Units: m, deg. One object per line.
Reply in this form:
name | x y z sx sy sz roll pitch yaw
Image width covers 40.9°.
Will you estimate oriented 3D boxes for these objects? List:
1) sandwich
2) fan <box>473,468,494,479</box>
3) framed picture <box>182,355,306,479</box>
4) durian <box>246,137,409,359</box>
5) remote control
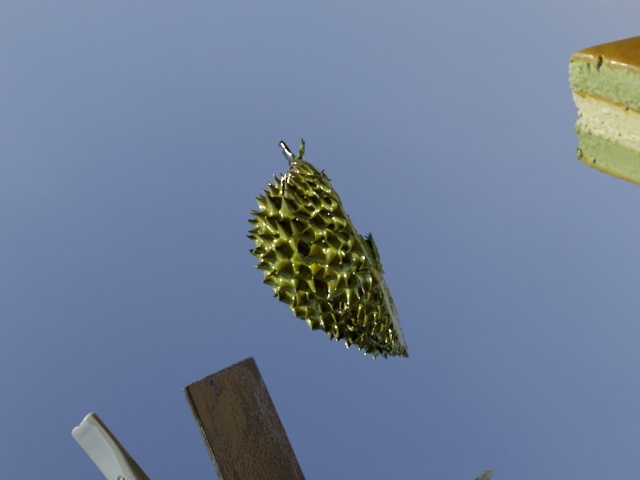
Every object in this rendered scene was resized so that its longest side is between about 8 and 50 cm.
sandwich | 0.314 -0.123 0.663 0.187 0.117 0.144 -32 -138 -15
fan | 0.203 0.450 1.317 0.009 0.240 0.131 25 164 35
framed picture | -0.081 0.335 1.230 0.324 0.013 0.244 68 -163 5
durian | 0.000 0.000 0.667 0.100 0.086 0.215 7 -128 -61
remote control | -0.267 0.315 1.154 0.184 0.050 0.027 48 -164 9
